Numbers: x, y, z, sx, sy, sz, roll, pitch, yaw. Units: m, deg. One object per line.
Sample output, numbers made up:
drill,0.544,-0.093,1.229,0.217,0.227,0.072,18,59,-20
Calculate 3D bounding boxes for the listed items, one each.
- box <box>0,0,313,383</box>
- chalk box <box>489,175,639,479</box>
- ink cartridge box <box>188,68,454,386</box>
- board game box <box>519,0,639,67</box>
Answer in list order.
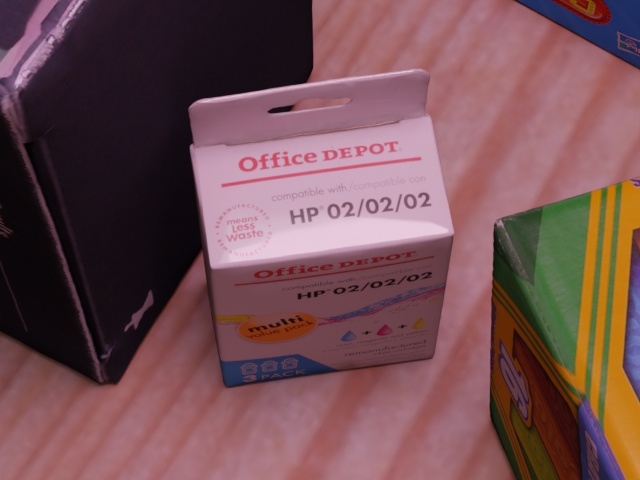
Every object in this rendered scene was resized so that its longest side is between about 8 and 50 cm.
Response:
box,-0.220,-0.154,0.815,0.395,0.293,0.212,28,68,11
chalk box,0.198,0.124,0.728,0.179,0.180,0.289,-16,56,-7
ink cartridge box,0.000,0.000,0.805,0.104,0.181,0.061,-9,65,-4
board game box,0.131,-0.289,0.991,0.302,0.086,0.308,31,69,14
